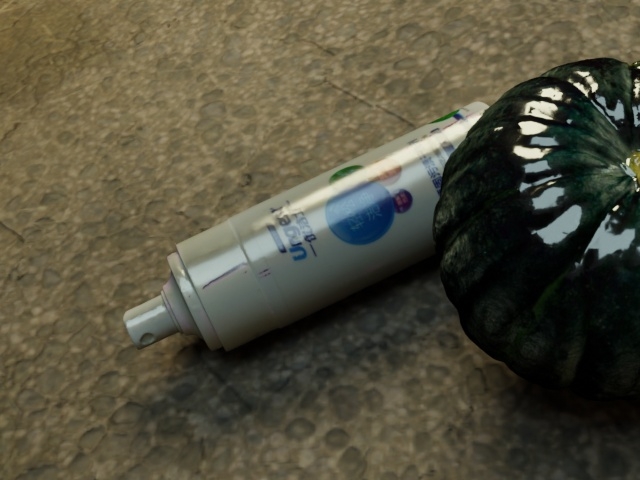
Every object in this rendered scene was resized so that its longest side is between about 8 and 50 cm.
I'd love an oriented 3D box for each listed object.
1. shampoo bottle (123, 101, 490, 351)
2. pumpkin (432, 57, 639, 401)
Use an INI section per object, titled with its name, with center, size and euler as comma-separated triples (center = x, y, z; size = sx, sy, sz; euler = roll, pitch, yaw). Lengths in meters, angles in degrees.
[shampoo bottle]
center = 0.000, 0.000, 0.758
size = 0.303, 0.092, 0.092
euler = -25, 46, -6
[pumpkin]
center = 0.180, -0.009, 0.644
size = 0.220, 0.162, 0.220
euler = 2, 63, -5
